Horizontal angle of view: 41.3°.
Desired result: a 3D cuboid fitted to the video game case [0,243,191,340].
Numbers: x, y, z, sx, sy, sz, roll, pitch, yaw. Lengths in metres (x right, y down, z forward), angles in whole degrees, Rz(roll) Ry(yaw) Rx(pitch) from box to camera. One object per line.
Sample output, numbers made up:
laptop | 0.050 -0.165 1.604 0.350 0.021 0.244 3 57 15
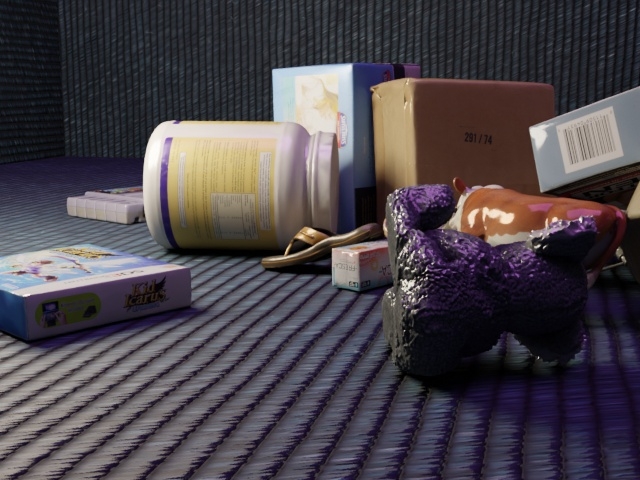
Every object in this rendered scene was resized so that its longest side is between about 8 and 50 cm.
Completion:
video game case | -0.356 0.061 1.171 0.270 0.061 0.244 9 13 43

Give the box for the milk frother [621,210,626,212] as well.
milk frother | 0.678 -0.033 1.665 0.135 0.143 0.129 -6 34 45

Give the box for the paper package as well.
paper package | 0.275 -0.150 1.634 0.325 0.309 0.168 -3 4 -23

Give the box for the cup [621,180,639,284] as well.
cup | 0.529 -0.022 1.074 0.237 0.331 0.331 -29 18 -12

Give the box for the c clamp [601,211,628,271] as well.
c clamp | 0.513 -0.005 1.434 0.137 0.022 0.160 -11 30 11

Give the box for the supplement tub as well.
supplement tub | -0.137 -0.100 1.569 0.331 0.241 0.241 2 10 6

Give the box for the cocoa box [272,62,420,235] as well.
cocoa box | 0.057 -0.191 1.775 0.231 0.347 0.228 6 12 43

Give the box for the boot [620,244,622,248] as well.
boot | 0.660 -0.016 1.513 0.258 0.095 0.123 1 17 12

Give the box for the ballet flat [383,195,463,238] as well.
ballet flat | 0.226 -0.025 1.374 0.316 0.106 0.107 -11 36 41

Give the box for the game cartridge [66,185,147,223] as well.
game cartridge | -0.408 -0.096 2.072 0.230 0.068 0.355 13 16 36

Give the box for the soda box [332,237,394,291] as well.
soda box | 0.099 0.033 1.329 0.058 0.063 0.183 7 12 44

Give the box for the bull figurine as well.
bull figurine | 0.261 0.001 1.165 0.101 0.188 0.310 42 -20 -30

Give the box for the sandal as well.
sandal | 0.000 0.000 1.397 0.219 0.060 0.090 -20 -7 30

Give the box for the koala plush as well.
koala plush | 0.186 0.055 0.913 0.221 0.196 0.203 0 22 -2

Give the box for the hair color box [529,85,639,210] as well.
hair color box | 0.519 -0.133 1.371 0.185 0.113 0.374 -18 -15 41
